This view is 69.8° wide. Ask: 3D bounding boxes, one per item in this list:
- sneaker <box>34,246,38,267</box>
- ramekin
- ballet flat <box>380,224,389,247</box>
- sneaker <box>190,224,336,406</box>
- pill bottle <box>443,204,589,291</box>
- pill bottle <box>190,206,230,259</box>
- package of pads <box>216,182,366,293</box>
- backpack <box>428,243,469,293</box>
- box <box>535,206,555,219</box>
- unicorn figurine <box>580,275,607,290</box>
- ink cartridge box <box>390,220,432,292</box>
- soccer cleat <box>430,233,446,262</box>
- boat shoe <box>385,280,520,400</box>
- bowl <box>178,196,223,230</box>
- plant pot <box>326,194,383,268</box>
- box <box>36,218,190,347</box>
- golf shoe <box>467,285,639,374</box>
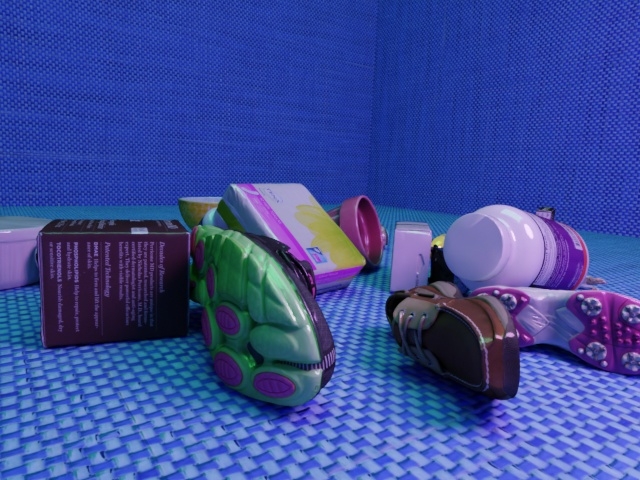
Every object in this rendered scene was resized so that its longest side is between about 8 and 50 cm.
[{"bbox_3d":[-0.518,0.026,1.101,0.322,0.130,0.236,-11,6,-41],"label":"sneaker"},{"bbox_3d":[-0.712,0.024,0.980,0.272,0.127,0.273,3,8,0],"label":"ramekin"},{"bbox_3d":[0.181,-0.038,1.758,0.106,0.108,0.316,-5,8,-3],"label":"ballet flat"},{"bbox_3d":[-0.080,0.068,0.690,0.202,0.186,0.482,5,13,-24],"label":"sneaker"},{"bbox_3d":[0.394,0.030,0.930,0.322,0.182,0.181,8,3,-39],"label":"pill bottle"},{"bbox_3d":[-0.260,-0.020,1.176,0.111,0.112,0.186,-5,-26,-41],"label":"pill bottle"},{"bbox_3d":[-0.061,-0.011,1.035,0.229,0.101,0.297,-8,50,-47],"label":"package of pads"},{"bbox_3d":[0.305,0.070,1.043,0.084,0.105,0.114,1,10,-11],"label":"backpack"},{"bbox_3d":[0.625,0.004,1.292,0.045,0.191,0.184,8,11,27],"label":"box"},{"bbox_3d":[0.618,0.097,1.157,0.161,0.060,0.111,19,8,-2],"label":"unicorn figurine"},{"bbox_3d":[0.217,0.034,1.108,0.085,0.149,0.203,4,8,10],"label":"ink cartridge box"},{"bbox_3d":[0.393,0.039,1.170,0.288,0.094,0.121,12,-6,-36],"label":"soccer cleat"},{"bbox_3d":[0.158,0.129,0.623,0.119,0.123,0.324,-3,1,-2],"label":"boat shoe"},{"bbox_3d":[-0.343,-0.065,1.581,0.288,0.156,0.289,3,8,0],"label":"bowl"},{"bbox_3d":[0.059,-0.011,1.288,0.180,0.202,0.201,-11,2,24],"label":"plant pot"},{"bbox_3d":[-0.323,0.056,0.737,0.202,0.167,0.168,-1,9,-23],"label":"box"},{"bbox_3d":[0.391,0.121,0.720,0.305,0.116,0.140,9,7,32],"label":"golf shoe"}]
